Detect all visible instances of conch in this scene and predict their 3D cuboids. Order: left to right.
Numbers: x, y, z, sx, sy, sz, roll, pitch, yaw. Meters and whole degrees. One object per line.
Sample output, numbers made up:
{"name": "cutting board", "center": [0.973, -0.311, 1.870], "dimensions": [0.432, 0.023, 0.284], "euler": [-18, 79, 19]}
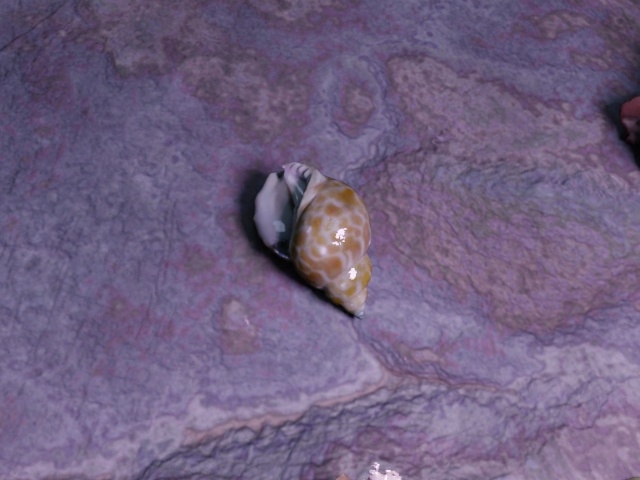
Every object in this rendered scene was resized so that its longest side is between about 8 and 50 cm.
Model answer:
{"name": "conch", "center": [0.001, -0.013, 1.412], "dimensions": [0.173, 0.106, 0.116], "euler": [35, 83, 32]}

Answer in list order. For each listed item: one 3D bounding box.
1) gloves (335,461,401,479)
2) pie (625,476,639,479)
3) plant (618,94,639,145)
{"name": "gloves", "center": [0.035, 0.303, 1.233], "dimensions": [0.070, 0.114, 0.153], "euler": [36, 59, -17]}
{"name": "pie", "center": [0.356, 0.293, 1.338], "dimensions": [0.085, 0.017, 0.085], "euler": [4, 61, -6]}
{"name": "plant", "center": [0.485, -0.141, 1.510], "dimensions": [0.204, 0.178, 0.234], "euler": [-38, 78, -24]}
